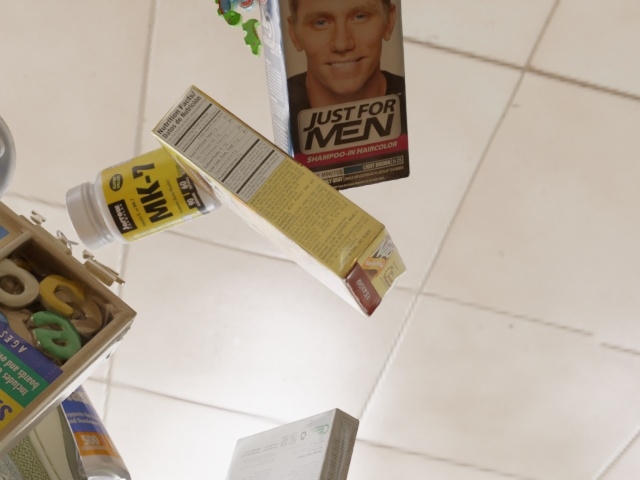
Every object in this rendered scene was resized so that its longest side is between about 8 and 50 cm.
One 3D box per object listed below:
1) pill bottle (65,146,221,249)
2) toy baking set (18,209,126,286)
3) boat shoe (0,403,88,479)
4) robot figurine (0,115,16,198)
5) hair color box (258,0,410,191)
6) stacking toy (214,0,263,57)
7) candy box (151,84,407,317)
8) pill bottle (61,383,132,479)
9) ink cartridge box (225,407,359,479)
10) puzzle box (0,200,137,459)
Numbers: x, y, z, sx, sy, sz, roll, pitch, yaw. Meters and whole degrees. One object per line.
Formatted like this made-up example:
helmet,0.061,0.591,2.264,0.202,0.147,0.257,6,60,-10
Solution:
pill bottle,-0.264,-0.066,1.622,0.209,0.119,0.119,-21,133,5
toy baking set,-0.444,0.015,1.891,0.256,0.030,0.197,36,178,17
boat shoe,-0.228,0.222,0.851,0.118,0.103,0.320,-3,106,67
robot figurine,-0.605,-0.143,1.714,0.200,0.299,0.353,18,-176,-33
hair color box,0.018,-0.245,1.487,0.174,0.105,0.347,-12,114,-14
stacking toy,-0.122,-0.395,1.589,0.052,0.221,0.167,-13,173,9
candy box,-0.048,-0.047,1.354,0.316,0.087,0.183,36,172,21
pill bottle,-0.323,0.187,1.156,0.152,0.272,0.152,-26,146,-19
ink cartridge box,-0.056,0.324,1.284,0.045,0.224,0.223,34,145,-23
puzzle box,-0.342,-0.006,0.652,0.409,0.272,0.052,39,125,1
